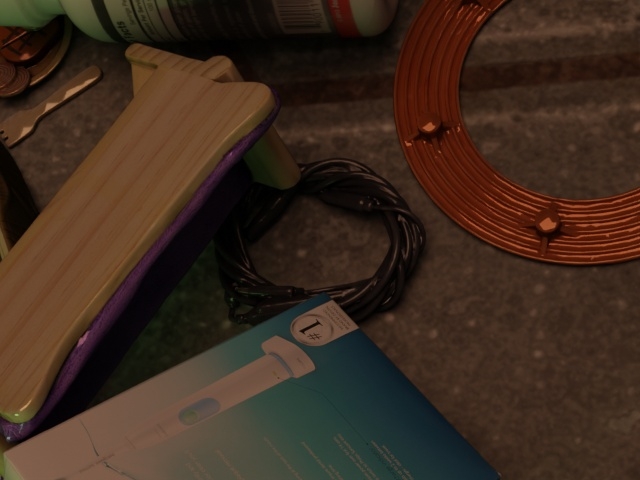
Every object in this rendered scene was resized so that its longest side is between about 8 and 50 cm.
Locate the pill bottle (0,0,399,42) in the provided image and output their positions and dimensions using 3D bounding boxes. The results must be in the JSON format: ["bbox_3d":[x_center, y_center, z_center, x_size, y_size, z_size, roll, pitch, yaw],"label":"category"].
[{"bbox_3d":[-0.118,-0.280,1.394,0.363,0.210,0.210,0,69,11],"label":"pill bottle"}]

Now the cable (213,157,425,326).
[{"bbox_3d":[0.000,0.000,1.357,0.185,0.047,0.150,-10,62,14],"label":"cable"}]

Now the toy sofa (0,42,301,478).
[{"bbox_3d":[-0.159,0.027,1.258,0.177,0.150,0.362,18,63,38],"label":"toy sofa"}]

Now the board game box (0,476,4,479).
[{"bbox_3d":[-0.304,0.152,1.347,0.136,0.035,0.201,-11,55,9],"label":"board game box"}]

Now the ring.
[{"bbox_3d":[0.226,-0.139,1.362,0.337,0.032,0.336,-4,69,11],"label":"ring"}]

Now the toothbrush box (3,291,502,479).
[{"bbox_3d":[-0.053,0.199,1.167,0.295,0.126,0.216,-26,56,-31],"label":"toothbrush box"}]

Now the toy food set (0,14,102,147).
[{"bbox_3d":[-0.299,-0.194,1.501,0.132,0.038,0.192,-36,66,-3],"label":"toy food set"}]

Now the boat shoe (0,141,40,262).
[{"bbox_3d":[-0.290,-0.008,1.403,0.073,0.080,0.223,-37,52,12],"label":"boat shoe"}]
